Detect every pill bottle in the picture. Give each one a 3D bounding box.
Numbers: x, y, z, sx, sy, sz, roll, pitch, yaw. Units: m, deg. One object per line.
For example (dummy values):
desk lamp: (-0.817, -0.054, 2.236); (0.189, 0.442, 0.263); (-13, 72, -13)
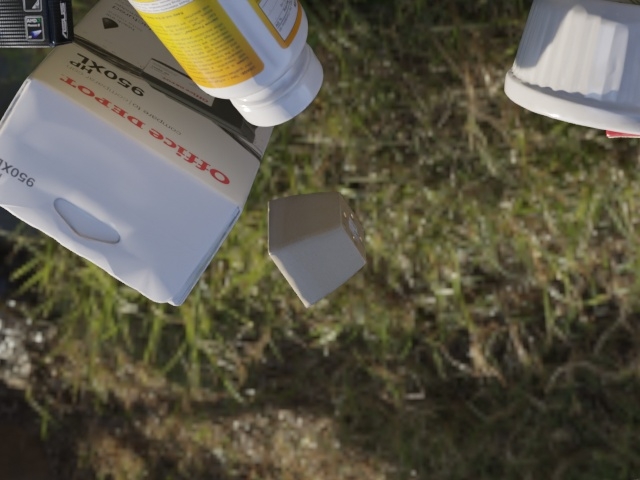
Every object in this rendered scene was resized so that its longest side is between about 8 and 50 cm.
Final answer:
pill bottle: (-0.097, -0.230, 1.288); (0.136, 0.136, 0.246); (-14, 138, 25)

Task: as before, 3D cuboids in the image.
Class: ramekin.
ramekin: (0.343, -0.205, 1.397); (0.272, 0.273, 0.127); (3, 108, -5)

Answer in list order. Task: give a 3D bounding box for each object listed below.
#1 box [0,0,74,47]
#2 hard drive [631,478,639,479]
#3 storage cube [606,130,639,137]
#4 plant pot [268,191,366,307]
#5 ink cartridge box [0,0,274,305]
box: (-0.325, -0.273, 1.195); (0.190, 0.184, 0.045); (4, -164, 20)
hard drive: (0.200, 0.212, 0.909); (0.318, 0.040, 0.210); (-17, 154, 29)
storage cube: (0.536, -0.250, 1.843); (0.183, 0.193, 0.215); (5, -169, 45)
plant pot: (0.000, 0.000, 1.644); (0.096, 0.109, 0.109); (-23, 127, 15)
ink cartridge box: (-0.223, -0.130, 1.606); (0.285, 0.395, 0.166); (31, 115, -9)
